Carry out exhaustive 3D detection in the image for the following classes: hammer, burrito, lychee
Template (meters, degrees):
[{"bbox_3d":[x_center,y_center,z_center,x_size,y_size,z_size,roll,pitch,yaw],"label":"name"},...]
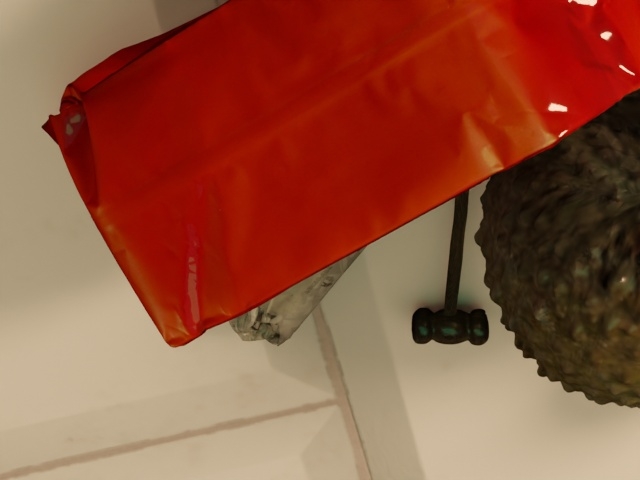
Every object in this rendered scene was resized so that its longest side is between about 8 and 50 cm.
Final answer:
[{"bbox_3d":[0.108,-0.043,1.406,0.058,0.029,0.292,0,123,-6],"label":"hammer"},{"bbox_3d":[0.000,0.000,1.405,0.064,0.064,0.203,29,117,-22],"label":"burrito"},{"bbox_3d":[0.232,-0.002,1.303,0.255,0.255,0.274,-6,135,0],"label":"lychee"}]

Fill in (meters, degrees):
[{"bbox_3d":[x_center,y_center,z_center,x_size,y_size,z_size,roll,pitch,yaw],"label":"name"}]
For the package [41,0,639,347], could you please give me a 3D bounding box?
[{"bbox_3d":[0.009,-0.093,1.240,0.423,0.123,0.196,-27,96,23],"label":"package"}]
